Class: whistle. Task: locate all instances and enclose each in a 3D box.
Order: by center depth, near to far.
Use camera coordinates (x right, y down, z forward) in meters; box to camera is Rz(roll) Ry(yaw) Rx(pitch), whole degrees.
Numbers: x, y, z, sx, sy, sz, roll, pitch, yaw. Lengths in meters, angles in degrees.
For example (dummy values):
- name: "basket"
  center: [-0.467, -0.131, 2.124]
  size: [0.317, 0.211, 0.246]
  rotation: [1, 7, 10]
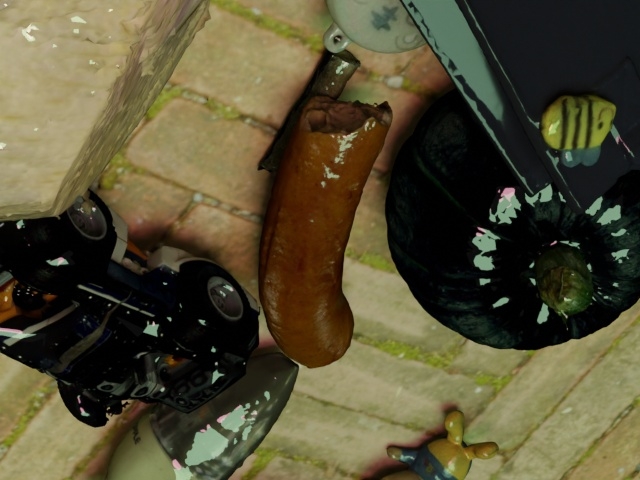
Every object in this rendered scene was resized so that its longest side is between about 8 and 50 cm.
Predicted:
- name: "whistle"
  center: [0.095, -0.241, 1.145]
  size: [0.258, 0.067, 0.126]
  rotation: [-43, 135, 10]

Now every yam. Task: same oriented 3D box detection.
- name: "yam"
  center: [-0.010, -0.102, 1.240]
  size: [0.033, 0.027, 0.129]
  rotation: [17, 120, -28]

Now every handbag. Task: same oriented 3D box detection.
- name: "handbag"
  center: [0.215, -0.219, 1.071]
  size: [0.303, 0.122, 0.329]
  rotation: [-39, 115, -10]

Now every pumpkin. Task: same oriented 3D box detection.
- name: "pumpkin"
  center: [0.180, -0.005, 1.237]
  size: [0.248, 0.248, 0.248]
  rotation: [-9, 129, -12]

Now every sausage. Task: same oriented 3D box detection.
- name: "sausage"
  center: [-0.004, 0.002, 1.266]
  size: [0.103, 0.076, 0.302]
  rotation: [-21, 141, -30]

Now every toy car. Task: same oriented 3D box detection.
- name: "toy car"
  center: [-0.191, 0.055, 1.243]
  size: [0.193, 0.118, 0.301]
  rotation: [-36, 133, 29]

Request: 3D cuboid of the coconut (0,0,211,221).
- name: "coconut"
  center: [-0.216, -0.236, 0.855]
  size: [0.404, 0.404, 0.404]
  rotation: [-9, 129, -12]

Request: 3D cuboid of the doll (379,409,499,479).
- name: "doll"
  center: [0.101, 0.254, 1.522]
  size: [0.179, 0.102, 0.089]
  rotation: [-56, 162, 23]

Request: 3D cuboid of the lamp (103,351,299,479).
- name: "lamp"
  center: [-0.121, 0.189, 1.388]
  size: [0.250, 0.101, 0.101]
  rotation: [-42, 128, 8]
